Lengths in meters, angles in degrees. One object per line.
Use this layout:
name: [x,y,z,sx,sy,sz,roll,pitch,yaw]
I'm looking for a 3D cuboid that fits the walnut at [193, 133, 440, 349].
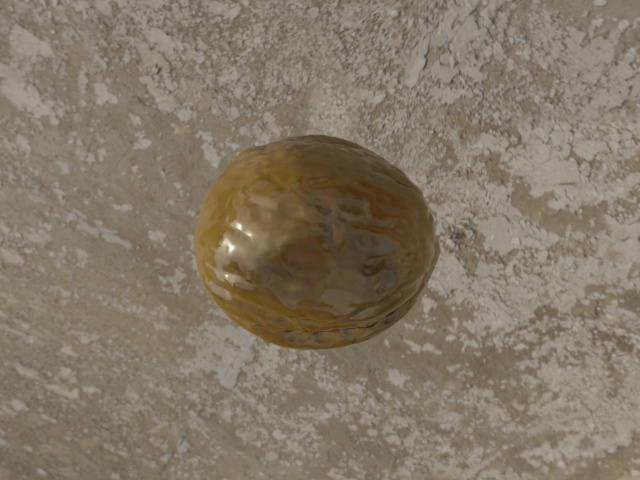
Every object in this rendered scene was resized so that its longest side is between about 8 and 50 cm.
walnut: [0.000,0.000,0.664,0.333,0.333,0.332,6,121,11]
